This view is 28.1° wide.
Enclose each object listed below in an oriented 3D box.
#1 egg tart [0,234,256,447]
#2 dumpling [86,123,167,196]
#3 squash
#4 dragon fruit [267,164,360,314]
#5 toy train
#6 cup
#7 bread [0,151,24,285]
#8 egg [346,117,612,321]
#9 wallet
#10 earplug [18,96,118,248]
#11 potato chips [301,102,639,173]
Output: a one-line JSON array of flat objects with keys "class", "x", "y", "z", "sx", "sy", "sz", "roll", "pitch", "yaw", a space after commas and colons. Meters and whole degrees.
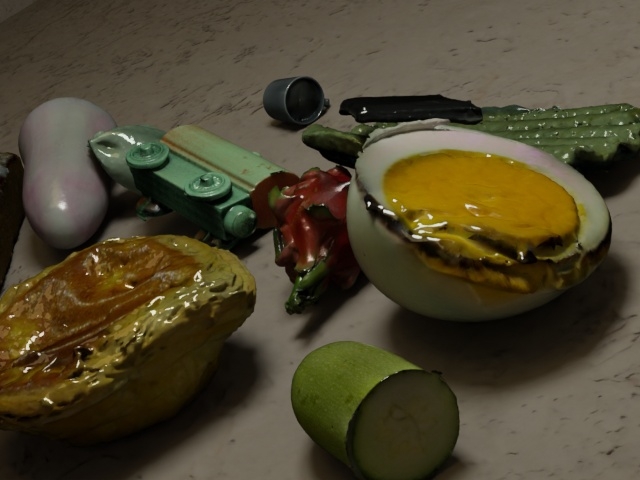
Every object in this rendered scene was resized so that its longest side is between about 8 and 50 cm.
[{"class": "egg tart", "x": -0.250, "y": 0.121, "z": 1.475, "sx": 0.351, "sy": 0.153, "sz": 0.339, "roll": -36, "pitch": 30, "yaw": -23}, {"class": "dumpling", "x": -0.256, "y": -0.129, "z": 1.992, "sx": 0.216, "sy": 0.105, "sz": 0.149, "roll": 18, "pitch": 31, "yaw": -1}, {"class": "squash", "x": 0.037, "y": 0.158, "z": 1.226, "sx": 0.123, "sy": 0.123, "sz": 0.186, "roll": -33, "pitch": 23, "yaw": -20}, {"class": "dragon fruit", "x": 0.001, "y": -0.003, "z": 1.529, "sx": 0.135, "sy": 0.137, "sz": 0.236, "roll": -7, "pitch": 25, "yaw": 29}, {"class": "toy train", "x": -0.154, "y": -0.083, "z": 1.821, "sx": 0.177, "sy": 0.116, "sz": 0.285, "roll": -29, "pitch": 35, "yaw": -29}, {"class": "cup", "x": -0.036, "y": -0.228, "z": 2.081, "sx": 0.100, "sy": 0.078, "sz": 0.077, "roll": 2, "pitch": 5, "yaw": -34}, {"class": "bread", "x": -0.576, "y": -0.020, "z": 2.065, "sx": 0.165, "sy": 0.113, "sz": 0.416, "roll": -19, "pitch": 25, "yaw": 3}, {"class": "egg", "x": 0.162, "y": 0.005, "z": 1.365, "sx": 0.286, "sy": 0.174, "sz": 0.264, "roll": 25, "pitch": 37, "yaw": 27}, {"class": "wallet", "x": 0.104, "y": -0.163, "z": 1.582, "sx": 0.146, "sy": 0.030, "sz": 0.285, "roll": -5, "pitch": 10, "yaw": -3}, {"class": "earplug", "x": -0.400, "y": -0.084, "z": 2.011, "sx": 0.172, "sy": 0.172, "sz": 0.301, "roll": -21, "pitch": 32, "yaw": 5}, {"class": "potato chips", "x": 0.194, "y": -0.130, "z": 1.626, "sx": 0.429, "sy": 0.070, "sz": 0.358, "roll": 8, "pitch": 19, "yaw": 40}]
